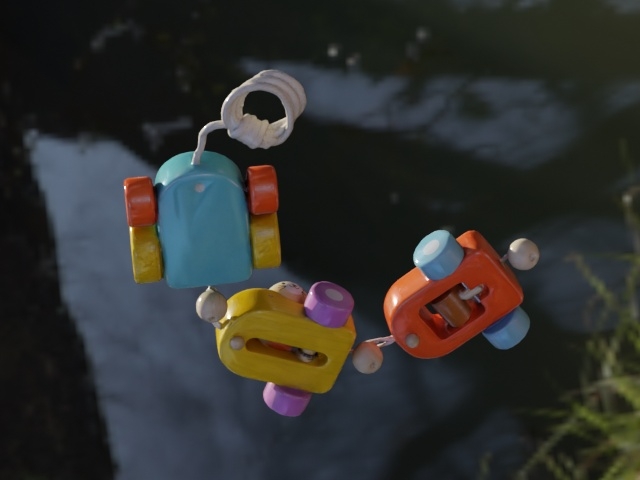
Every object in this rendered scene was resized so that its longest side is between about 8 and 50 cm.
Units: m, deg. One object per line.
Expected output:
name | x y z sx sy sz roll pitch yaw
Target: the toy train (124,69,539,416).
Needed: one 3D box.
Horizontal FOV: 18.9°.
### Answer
toy train | 0.000 0.000 0.754 0.125 0.166 0.046 -40 30 16
